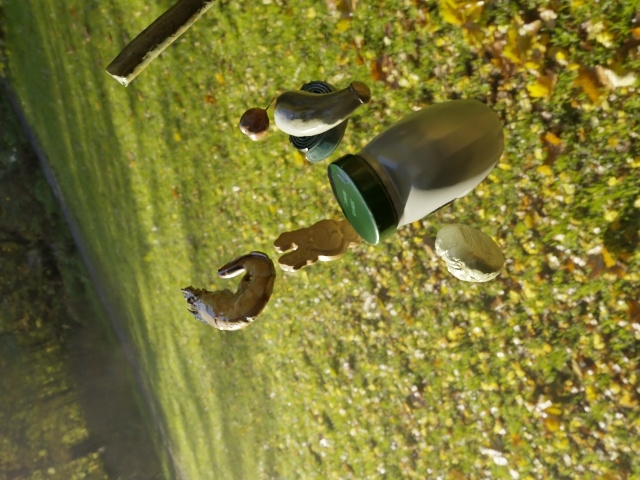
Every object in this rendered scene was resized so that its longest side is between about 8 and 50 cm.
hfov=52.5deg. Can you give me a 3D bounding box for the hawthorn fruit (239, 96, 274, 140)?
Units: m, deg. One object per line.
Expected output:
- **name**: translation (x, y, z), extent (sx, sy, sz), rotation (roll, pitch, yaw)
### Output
- **hawthorn fruit**: translation (-0.129, -0.267, 1.407), extent (0.067, 0.103, 0.067), rotation (43, -165, -15)

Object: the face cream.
- **face cream**: translation (0.215, -0.165, 1.452), extent (0.219, 0.357, 0.312), rotation (60, 169, 1)

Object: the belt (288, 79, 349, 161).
- **belt**: translation (-0.007, -0.391, 2.145), extent (0.206, 0.116, 0.267), rotation (10, 87, 43)

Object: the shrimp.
- **shrimp**: translation (-0.147, 0.075, 1.021), extent (0.236, 0.053, 0.133), rotation (-5, 65, 51)

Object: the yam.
- **yam**: translation (-0.452, -0.586, 1.835), extent (0.083, 0.371, 0.083), rotation (47, -177, -3)

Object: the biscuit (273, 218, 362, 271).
- **biscuit**: translation (0.002, 0.002, 1.618), extent (0.040, 0.236, 0.144), rotation (70, -178, -46)

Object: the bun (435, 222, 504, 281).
- **bun**: translation (0.373, 0.034, 1.652), extent (0.111, 0.188, 0.164), rotation (-48, 41, 35)

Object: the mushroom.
- **mushroom**: translation (-0.002, -0.308, 1.535), extent (0.270, 0.118, 0.103), rotation (2, 156, 39)
